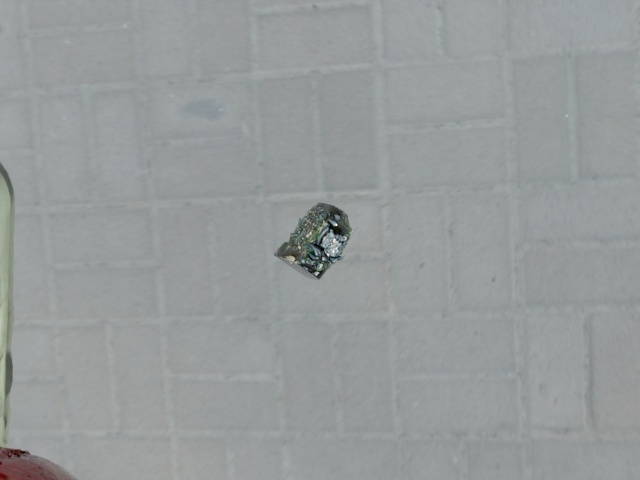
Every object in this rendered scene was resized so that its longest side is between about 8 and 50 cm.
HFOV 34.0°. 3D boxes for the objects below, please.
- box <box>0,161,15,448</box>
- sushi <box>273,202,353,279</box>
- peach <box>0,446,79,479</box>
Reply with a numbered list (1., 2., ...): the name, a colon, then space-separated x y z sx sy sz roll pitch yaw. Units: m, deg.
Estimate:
1. box: -0.516 0.075 1.069 0.397 0.111 0.396 9 113 -1
2. sushi: 0.000 0.000 1.270 0.056 0.085 0.083 36 78 -21
3. peach: -0.276 0.256 0.858 0.154 0.267 0.159 45 98 6
